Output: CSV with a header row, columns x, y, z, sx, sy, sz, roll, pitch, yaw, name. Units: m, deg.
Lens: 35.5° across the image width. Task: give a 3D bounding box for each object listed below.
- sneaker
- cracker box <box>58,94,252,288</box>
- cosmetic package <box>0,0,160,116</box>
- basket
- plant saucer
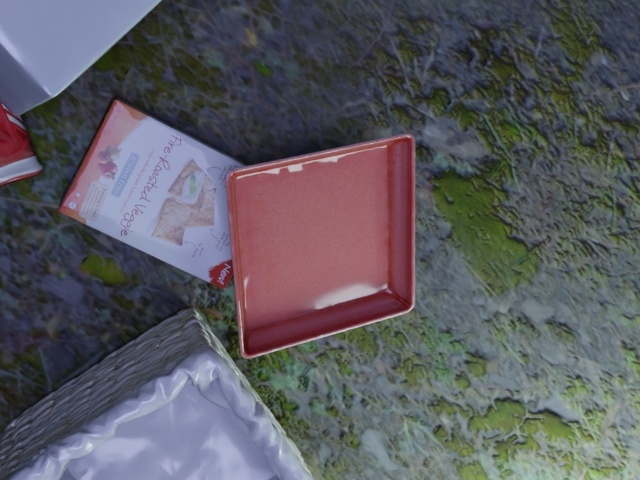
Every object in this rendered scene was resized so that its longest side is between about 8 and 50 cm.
x,y,z,sx,sy,sz,roll,pitch,yaw,name
-0.419,-0.114,1.137,0.087,0.221,0.128,-14,96,22,sneaker
-0.188,-0.059,1.255,0.232,0.067,0.155,26,97,-17,cracker box
-0.275,-0.262,1.075,0.224,0.225,0.138,-47,108,-17,cosmetic package
-0.190,0.304,1.240,0.331,0.266,0.328,-34,108,-2,basket
0.000,0.000,1.278,0.259,0.048,0.258,-14,117,-23,plant saucer
